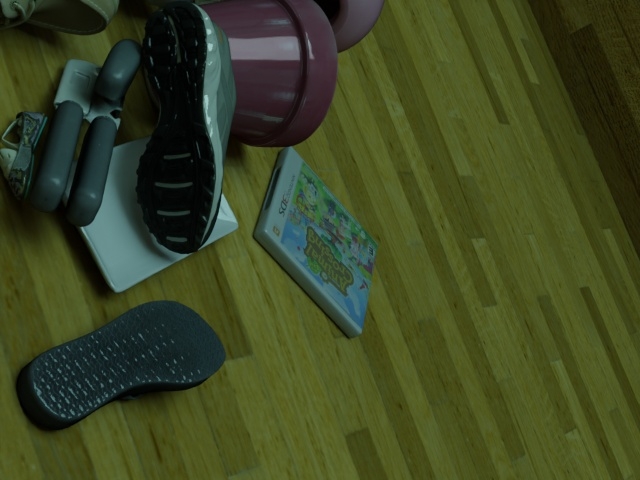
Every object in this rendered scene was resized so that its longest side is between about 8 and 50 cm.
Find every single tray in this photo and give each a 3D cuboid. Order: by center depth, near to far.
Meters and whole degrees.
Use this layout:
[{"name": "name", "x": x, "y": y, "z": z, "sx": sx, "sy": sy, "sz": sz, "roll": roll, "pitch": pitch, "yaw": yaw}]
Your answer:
[{"name": "tray", "x": -0.196, "y": -0.039, "z": 1.295, "sx": 0.145, "sy": 0.030, "sz": 0.270, "roll": 61, "pitch": 29, "yaw": -2}]

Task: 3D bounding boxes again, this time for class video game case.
[{"name": "video game case", "x": 0.000, "y": 0.000, "z": 1.584, "sx": 0.212, "sy": 0.023, "sz": 0.193, "roll": 48, "pitch": 33, "yaw": -26}]

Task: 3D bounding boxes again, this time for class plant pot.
[{"name": "plant pot", "x": -0.109, "y": -0.215, "z": 1.431, "sx": 0.180, "sy": 0.201, "sz": 0.201, "roll": -4, "pitch": 70, "yaw": -42}]

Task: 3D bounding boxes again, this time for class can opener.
[{"name": "can opener", "x": -0.243, "y": -0.124, "z": 1.194, "sx": 0.074, "sy": 0.093, "sz": 0.280, "roll": 22, "pitch": 36, "yaw": -17}]

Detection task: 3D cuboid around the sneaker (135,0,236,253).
[{"name": "sneaker", "x": -0.134, "y": -0.120, "z": 1.268, "sx": 0.108, "sy": 0.100, "sz": 0.271, "roll": 10, "pitch": 83, "yaw": -65}]

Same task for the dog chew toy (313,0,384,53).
[{"name": "dog chew toy", "x": 0.000, "y": -0.413, "z": 1.749, "sx": 0.206, "sy": 0.207, "sz": 0.332, "roll": 50, "pitch": 24, "yaw": -22}]

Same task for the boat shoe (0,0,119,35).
[{"name": "boat shoe", "x": -0.338, "y": -0.259, "z": 1.173, "sx": 0.302, "sy": 0.109, "sz": 0.098, "roll": 17, "pitch": 58, "yaw": -46}]

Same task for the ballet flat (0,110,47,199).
[{"name": "ballet flat", "x": -0.304, "y": -0.088, "z": 1.160, "sx": 0.041, "sy": 0.041, "sz": 0.114, "roll": 40, "pitch": 37, "yaw": -36}]

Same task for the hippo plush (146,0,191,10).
[{"name": "hippo plush", "x": -0.136, "y": -0.387, "z": 1.458, "sx": 0.294, "sy": 0.236, "sz": 0.234, "roll": 50, "pitch": 6, "yaw": 25}]

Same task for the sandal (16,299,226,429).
[{"name": "sandal", "x": -0.199, "y": 0.122, "z": 1.151, "sx": 0.254, "sy": 0.054, "sz": 0.097, "roll": -11, "pitch": 69, "yaw": -50}]

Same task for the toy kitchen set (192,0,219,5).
[{"name": "toy kitchen set", "x": -0.178, "y": -0.330, "z": 1.566, "sx": 0.068, "sy": 0.075, "sz": 0.083, "roll": 5, "pitch": 17, "yaw": -16}]
